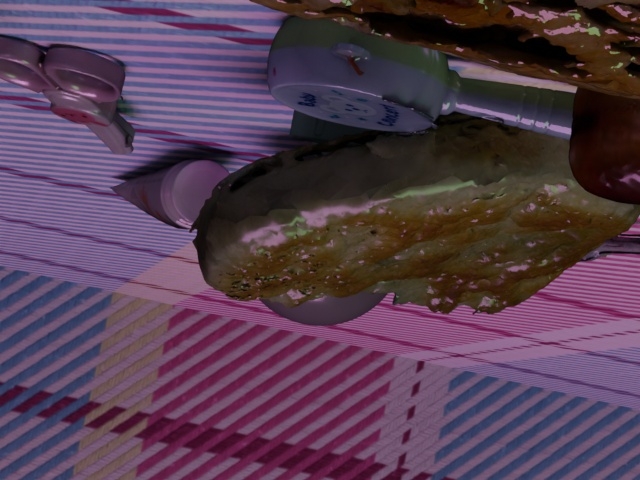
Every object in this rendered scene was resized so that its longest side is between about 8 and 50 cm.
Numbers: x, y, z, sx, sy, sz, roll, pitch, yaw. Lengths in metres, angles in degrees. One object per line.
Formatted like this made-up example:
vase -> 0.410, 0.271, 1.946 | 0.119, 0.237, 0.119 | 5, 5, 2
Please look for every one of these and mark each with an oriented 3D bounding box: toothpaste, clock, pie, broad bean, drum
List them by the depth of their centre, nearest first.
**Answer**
pie -> 0.104, -0.124, 0.910 | 0.339, 0.077, 0.339 | 12, 172, 2
broad bean -> 0.230, -0.061, 1.169 | 0.165, 0.084, 0.114 | 4, -173, 11
drum -> 0.088, -0.089, 1.272 | 0.253, 0.049, 0.130 | 14, 171, -14
pie -> 0.085, -0.013, 1.441 | 0.371, 0.078, 0.296 | 9, 157, -44
clock -> 0.040, -0.073, 1.479 | 0.101, 0.041, 0.135 | 9, 172, 18
toothpaste -> -0.139, -0.042, 1.912 | 0.100, 0.066, 0.323 | 17, 176, -12

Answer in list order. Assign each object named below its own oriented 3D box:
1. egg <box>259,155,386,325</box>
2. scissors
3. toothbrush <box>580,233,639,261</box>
egg -> 0.000, 0.000, 1.672 | 0.146, 0.146, 0.199 | 12, 172, -1
scissors -> -0.192, -0.112, 1.578 | 0.118, 0.030, 0.242 | 11, 170, 12
toothbrush -> 0.347, 0.006, 1.626 | 0.042, 0.035, 0.413 | -9, -172, -40
